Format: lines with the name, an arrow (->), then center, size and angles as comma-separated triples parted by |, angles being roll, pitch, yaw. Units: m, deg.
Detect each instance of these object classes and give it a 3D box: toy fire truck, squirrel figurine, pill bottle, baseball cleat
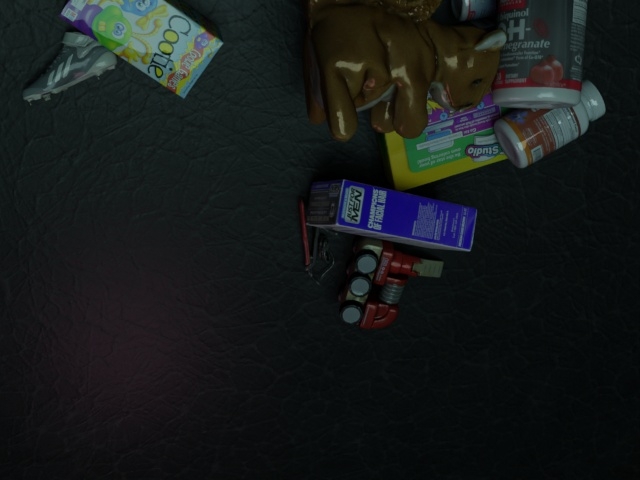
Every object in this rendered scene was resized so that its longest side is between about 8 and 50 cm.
toy fire truck -> 0.181, 0.105, 1.976 | 0.247, 0.158, 0.217 | 12, 114, -7
squirrel figurine -> 0.160, -0.394, 1.535 | 0.371, 0.281, 0.396 | -8, 100, -8
pill bottle -> 0.496, -0.258, 1.741 | 0.216, 0.121, 0.121 | -30, 119, 0
pill bottle -> 0.437, -0.428, 1.602 | 0.177, 0.176, 0.318 | 1, 94, -13
pill bottle -> 0.365, -0.521, 1.710 | 0.160, 0.087, 0.087 | -10, 119, -6
baseball cleat -> -0.518, -0.357, 1.624 | 0.206, 0.072, 0.109 | -24, 106, -5

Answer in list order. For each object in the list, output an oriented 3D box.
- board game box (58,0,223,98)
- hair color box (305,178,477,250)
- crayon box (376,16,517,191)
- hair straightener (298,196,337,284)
board game box -> -0.346, -0.427, 1.572 | 0.275, 0.142, 0.144 | 32, 107, -24
hair color box -> 0.158, -0.055, 1.825 | 0.339, 0.185, 0.110 | 9, 88, -22
crayon box -> 0.298, -0.310, 1.794 | 0.363, 0.106, 0.313 | -17, 120, -4
hair straightener -> 0.000, 0.000, 1.920 | 0.089, 0.047, 0.230 | -9, 113, -9
